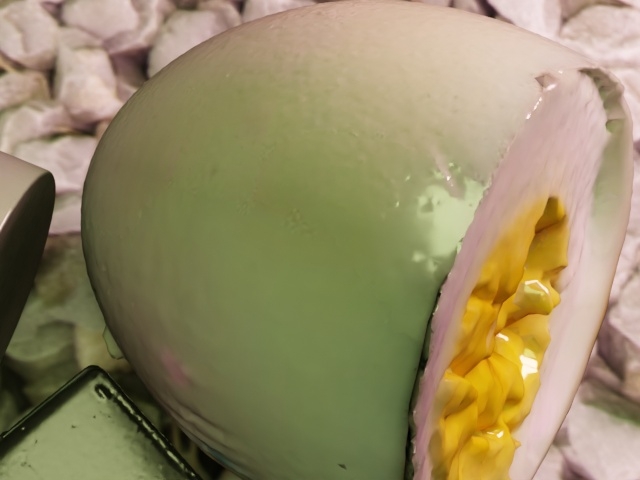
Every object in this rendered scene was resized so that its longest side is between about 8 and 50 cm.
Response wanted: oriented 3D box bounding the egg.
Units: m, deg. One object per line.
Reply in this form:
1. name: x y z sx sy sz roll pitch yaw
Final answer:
1. egg: 0.000 0.000 1.138 0.340 0.354 0.354 18 67 25

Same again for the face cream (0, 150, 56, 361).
1. face cream: -0.307 0.020 1.134 0.179 0.218 0.218 21 69 1

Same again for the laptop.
1. laptop: -0.191 0.203 1.188 0.207 0.026 0.154 -40 81 -18
